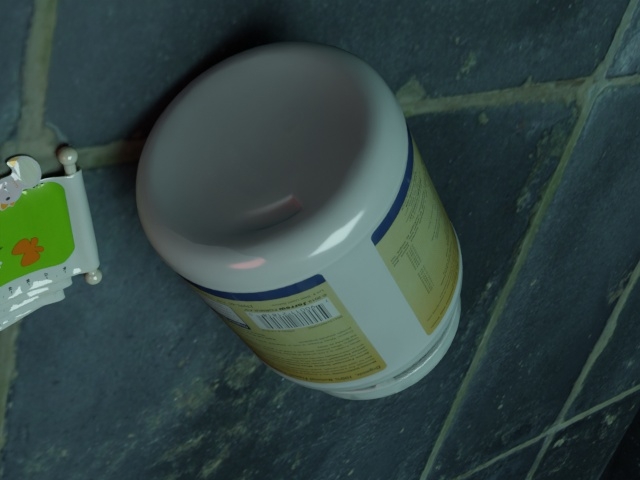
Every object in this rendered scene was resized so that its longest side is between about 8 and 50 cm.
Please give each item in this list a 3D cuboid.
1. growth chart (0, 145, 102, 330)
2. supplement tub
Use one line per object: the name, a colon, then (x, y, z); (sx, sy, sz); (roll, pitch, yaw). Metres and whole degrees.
growth chart: (-0.281, 0.032, 0.815); (0.237, 0.021, 0.172); (-34, 143, -21)
supplement tub: (0.000, 0.000, 0.911); (0.228, 0.228, 0.316); (-44, 146, -7)
